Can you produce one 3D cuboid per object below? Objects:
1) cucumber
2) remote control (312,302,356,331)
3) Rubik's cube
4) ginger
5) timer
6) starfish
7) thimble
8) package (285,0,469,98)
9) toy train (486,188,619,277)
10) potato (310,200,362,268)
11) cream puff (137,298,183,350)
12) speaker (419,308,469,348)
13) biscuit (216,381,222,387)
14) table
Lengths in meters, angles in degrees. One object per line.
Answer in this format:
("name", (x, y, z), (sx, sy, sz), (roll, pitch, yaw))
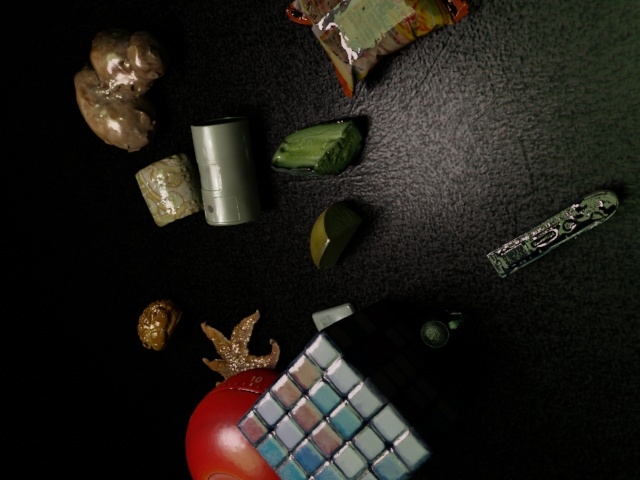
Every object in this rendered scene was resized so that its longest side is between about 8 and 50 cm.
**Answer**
("cucumber", (-0.006, -0.170, 1.282), (0.193, 0.086, 0.115), (5, 68, 39))
("remote control", (0.033, 0.174, 1.437), (0.124, 0.018, 0.053), (-23, 92, 42))
("Rubik's cube", (0.074, 0.330, 1.247), (0.292, 0.293, 0.287), (47, 114, 15))
("ginger", (-0.461, -0.375, 1.512), (0.244, 0.155, 0.304), (44, 131, 18))
("timer", (-0.132, 0.494, 1.511), (0.378, 0.279, 0.377), (12, 121, 21))
("starfish", (-0.216, 0.300, 1.668), (0.303, 0.060, 0.299), (8, 116, 37))
("thimble", (-0.358, -0.120, 1.554), (0.190, 0.137, 0.143), (-13, 102, 57))
("package", (0.082, -0.391, 1.097), (0.288, 0.108, 0.223), (-34, 88, 40))
("toy train", (0.381, -0.016, 1.050), (0.234, 0.051, 0.052), (-39, 83, 39))
("potato", (0.000, 0.000, 1.319), (0.081, 0.120, 0.149), (43, 129, 16))
("cream puff", (-0.443, 0.225, 1.769), (0.103, 0.126, 0.143), (29, 94, -8))
("speaker", (0.233, 0.159, 1.231), (0.060, 0.075, 0.094), (42, 105, 7))
("biscuit", (-0.254, 0.436, 1.783), (0.081, 0.018, 0.083), (11, 116, 35))
("table", (-0.205, -0.153, 1.419), (0.126, 0.126, 0.219), (8, 113, 37))
